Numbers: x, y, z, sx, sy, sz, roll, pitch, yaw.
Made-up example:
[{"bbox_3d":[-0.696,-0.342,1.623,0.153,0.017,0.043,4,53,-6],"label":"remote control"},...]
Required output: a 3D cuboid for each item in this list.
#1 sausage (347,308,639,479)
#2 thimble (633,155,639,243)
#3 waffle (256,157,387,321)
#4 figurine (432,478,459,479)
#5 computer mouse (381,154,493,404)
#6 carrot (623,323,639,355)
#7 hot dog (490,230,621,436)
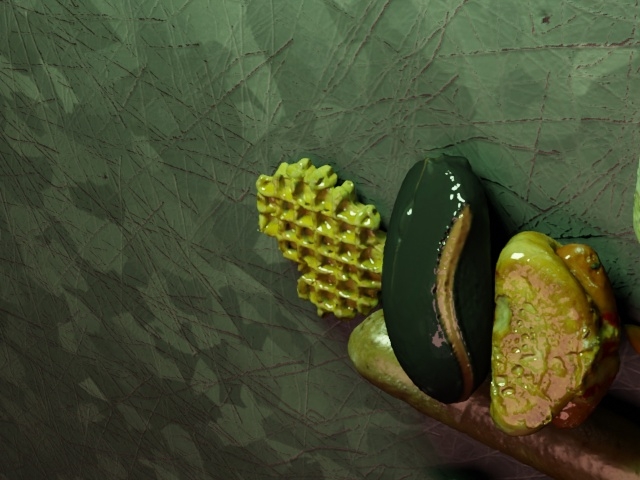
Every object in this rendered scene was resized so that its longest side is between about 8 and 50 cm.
[{"bbox_3d":[0.258,0.228,1.596,0.501,0.123,0.136,25,164,25],"label":"sausage"},{"bbox_3d":[0.427,-0.048,1.217,0.191,0.137,0.143,8,126,19],"label":"thimble"},{"bbox_3d":[0.001,-0.001,1.698,0.253,0.056,0.249,43,140,3],"label":"waffle"},{"bbox_3d":[0.252,0.551,1.813,0.340,0.231,0.324,53,166,-20],"label":"figurine"},{"bbox_3d":[0.143,0.052,1.483,0.183,0.116,0.323,-161,67,-67],"label":"computer mouse"},{"bbox_3d":[0.482,0.198,1.433,0.062,0.066,0.271,-42,88,11],"label":"carrot"},{"bbox_3d":[0.294,0.120,1.435,0.153,0.150,0.256,4,100,17],"label":"hot dog"}]
